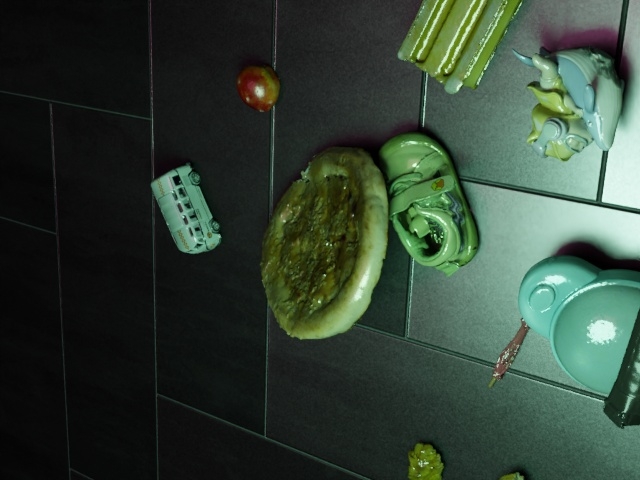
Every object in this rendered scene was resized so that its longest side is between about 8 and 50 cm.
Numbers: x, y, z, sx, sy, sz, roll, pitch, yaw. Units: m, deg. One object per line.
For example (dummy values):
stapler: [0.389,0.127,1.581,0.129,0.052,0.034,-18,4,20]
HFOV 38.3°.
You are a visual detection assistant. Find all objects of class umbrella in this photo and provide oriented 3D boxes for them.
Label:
umbrella: [0.336,0.200,1.632,0.027,0.025,0.165,49,127,41]

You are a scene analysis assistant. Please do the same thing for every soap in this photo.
soap: [0.237,-0.370,1.502,0.135,0.076,0.233,39,124,20]

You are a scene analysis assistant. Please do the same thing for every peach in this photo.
peach: [-0.129,-0.297,1.796,0.098,0.061,0.098,6,103,28]

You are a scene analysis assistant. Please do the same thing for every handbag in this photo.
handbag: [0.556,0.181,1.347,0.080,0.246,0.223,-122,39,-63]

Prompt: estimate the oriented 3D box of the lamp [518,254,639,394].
lamp: [0.447,0.133,1.453,0.284,0.147,0.209,40,121,20]

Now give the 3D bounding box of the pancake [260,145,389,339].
pancake: [0.001,0.000,1.683,0.382,0.071,0.383,-31,50,47]

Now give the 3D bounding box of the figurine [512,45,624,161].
figurine: [0.379,-0.219,1.419,0.208,0.128,0.184,53,130,21]

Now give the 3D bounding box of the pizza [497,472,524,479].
pizza: [0.356,0.584,1.691,0.223,0.089,0.324,35,123,30]

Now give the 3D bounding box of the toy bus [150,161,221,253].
toy bus: [-0.288,-0.062,1.962,0.087,0.089,0.194,-22,92,38]

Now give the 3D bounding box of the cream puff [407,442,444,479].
cream puff: [0.200,0.435,1.776,0.083,0.058,0.083,50,124,11]

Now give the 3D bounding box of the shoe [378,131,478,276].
shoe: [0.190,-0.068,1.609,0.140,0.128,0.262,-26,91,24]
